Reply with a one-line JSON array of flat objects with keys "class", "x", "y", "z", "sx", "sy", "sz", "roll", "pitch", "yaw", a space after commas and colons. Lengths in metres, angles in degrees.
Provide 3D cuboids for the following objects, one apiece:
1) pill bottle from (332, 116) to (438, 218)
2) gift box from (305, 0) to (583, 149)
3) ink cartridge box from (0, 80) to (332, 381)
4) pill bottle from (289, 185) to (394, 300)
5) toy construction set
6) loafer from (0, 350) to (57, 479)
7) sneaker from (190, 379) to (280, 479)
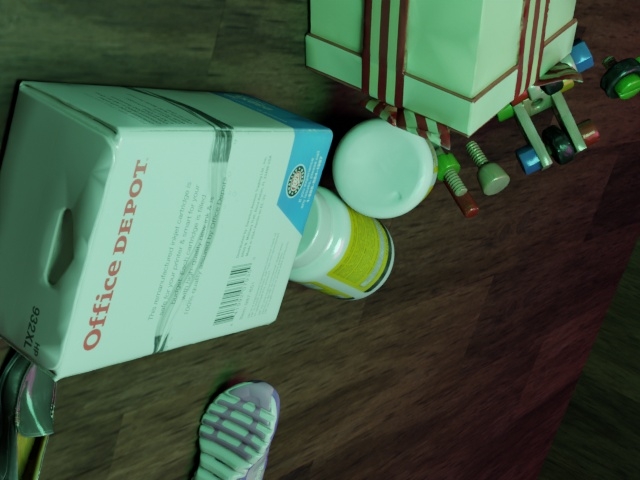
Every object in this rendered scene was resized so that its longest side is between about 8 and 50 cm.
[{"class": "pill bottle", "x": 0.084, "y": -0.090, "z": 1.229, "sx": 0.215, "sy": 0.117, "sz": 0.117, "roll": -27, "pitch": 141, "yaw": -80}, {"class": "gift box", "x": 0.145, "y": -0.262, "z": 1.072, "sx": 0.255, "sy": 0.276, "sz": 0.258, "roll": -35, "pitch": 143, "yaw": -32}, {"class": "ink cartridge box", "x": -0.148, "y": -0.021, "z": 0.937, "sx": 0.307, "sy": 0.129, "sz": 0.223, "roll": -9, "pitch": 122, "yaw": -56}, {"class": "pill bottle", "x": 0.000, "y": 0.000, "z": 1.210, "sx": 0.119, "sy": 0.119, "sz": 0.208, "roll": -62, "pitch": 152, "yaw": 0}, {"class": "toy construction set", "x": 0.247, "y": -0.217, "z": 1.369, "sx": 0.309, "sy": 0.237, "sz": 0.257, "roll": -43, "pitch": 148, "yaw": 25}, {"class": "loafer", "x": -0.277, "y": 0.170, "z": 0.962, "sx": 0.062, "sy": 0.061, "sz": 0.170, "roll": -8, "pitch": 120, "yaw": -55}, {"class": "sneaker", "x": -0.105, "y": 0.277, "z": 1.318, "sx": 0.104, "sy": 0.095, "sz": 0.236, "roll": -23, "pitch": 139, "yaw": -59}]
